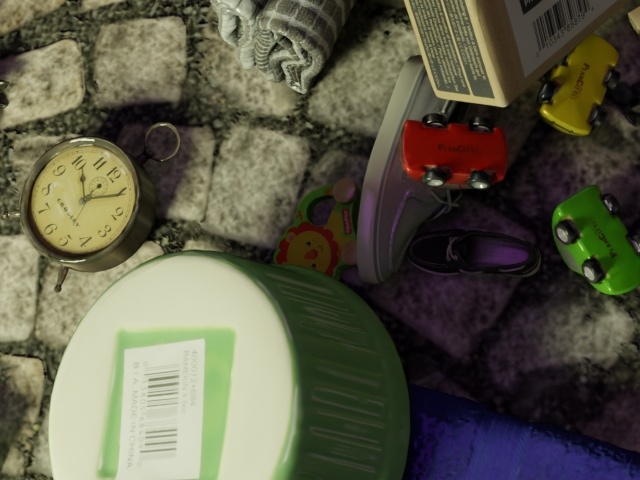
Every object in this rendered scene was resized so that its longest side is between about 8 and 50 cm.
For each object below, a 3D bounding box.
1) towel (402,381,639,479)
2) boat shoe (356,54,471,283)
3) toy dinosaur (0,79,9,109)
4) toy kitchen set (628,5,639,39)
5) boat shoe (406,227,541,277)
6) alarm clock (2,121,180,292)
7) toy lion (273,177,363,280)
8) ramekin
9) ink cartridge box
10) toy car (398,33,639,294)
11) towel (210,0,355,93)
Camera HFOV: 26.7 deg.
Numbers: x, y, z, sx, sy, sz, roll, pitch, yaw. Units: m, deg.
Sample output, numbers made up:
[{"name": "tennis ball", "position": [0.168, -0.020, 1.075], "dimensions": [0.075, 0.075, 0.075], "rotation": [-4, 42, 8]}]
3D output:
[{"name": "towel", "position": [0.156, 0.261, 1.141], "dimensions": [0.308, 0.076, 0.228], "rotation": [14, 84, 21]}, {"name": "boat shoe", "position": [0.092, -0.065, 1.229], "dimensions": [0.081, 0.079, 0.228], "rotation": [11, 71, 18]}, {"name": "toy dinosaur", "position": [-0.442, -0.219, 1.425], "dimensions": [0.322, 0.164, 0.218], "rotation": [-54, 52, 18]}, {"name": "toy kitchen set", "position": [0.329, -0.199, 1.203], "dimensions": [0.083, 0.068, 0.075], "rotation": [-31, 70, 8]}, {"name": "boat shoe", "position": [0.136, 0.011, 1.224], "dimensions": [0.125, 0.038, 0.046], "rotation": [9, 80, 19]}, {"name": "alarm clock", "position": [-0.212, -0.046, 1.330], "dimensions": [0.192, 0.064, 0.129], "rotation": [-40, 69, 6]}, {"name": "toy lion", "position": [0.000, 0.000, 1.275], "dimensions": [0.096, 0.034, 0.100], "rotation": [-13, 73, 21]}, {"name": "ramekin", "position": [-0.089, 0.153, 1.155], "dimensions": [0.303, 0.148, 0.304], "rotation": [-11, 70, 31]}, {"name": "ink cartridge box", "position": [0.173, -0.256, 1.148], "dimensions": [0.088, 0.193, 0.234], "rotation": [17, 49, 45]}, {"name": "toy car", "position": [0.206, -0.047, 1.191], "dimensions": [0.239, 0.053, 0.225], "rotation": [-30, 83, -19]}, {"name": "towel", "position": [0.003, -0.263, 1.215], "dimensions": [0.121, 0.284, 0.235], "rotation": [25, 88, 1]}]
